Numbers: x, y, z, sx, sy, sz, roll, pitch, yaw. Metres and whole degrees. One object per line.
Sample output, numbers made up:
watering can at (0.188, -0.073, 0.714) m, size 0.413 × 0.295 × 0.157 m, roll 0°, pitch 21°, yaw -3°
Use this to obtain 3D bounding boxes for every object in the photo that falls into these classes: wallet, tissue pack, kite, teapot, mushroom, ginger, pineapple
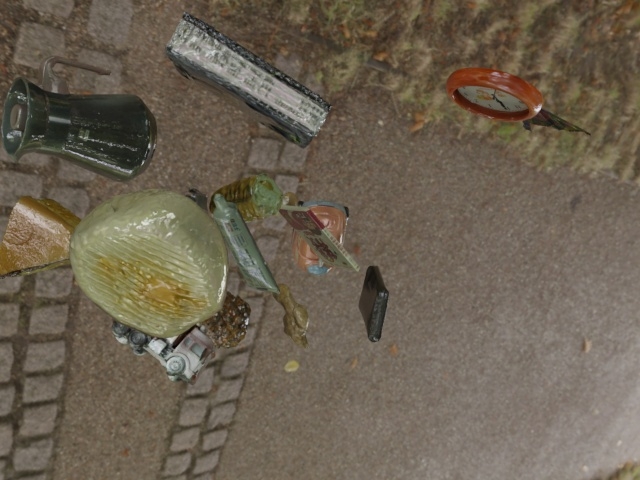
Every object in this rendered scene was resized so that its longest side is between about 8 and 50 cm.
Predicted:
wallet at (0.139, 0.158, 1.509) m, size 0.250 × 0.044 × 0.148 m, roll -94°, pitch -166°, yaw -75°
tissue pack at (-0.102, -0.225, 0.838) m, size 0.073 × 0.236 × 0.173 m, roll -60°, pitch -171°, yaw 1°
kite at (0.480, -0.315, 1.364) m, size 0.234 × 0.321 × 0.016 m, roll -66°, pitch 171°, yaw -53°
teapot at (-0.639, -0.321, 1.530) m, size 0.344 × 0.253 × 0.299 m, roll 5°, pitch 96°, yaw -47°
mushroom at (-0.160, -0.087, 1.626) m, size 0.084 × 0.209 × 0.071 m, roll 54°, pitch 35°, yaw -50°
ginger at (-0.096, 0.227, 1.758) m, size 0.059 × 0.214 × 0.132 m, roll -15°, pitch 135°, yaw -32°
pineapple at (-0.369, 0.168, 1.525) m, size 0.365 × 0.165 × 0.165 m, roll 25°, pitch 100°, yaw -19°

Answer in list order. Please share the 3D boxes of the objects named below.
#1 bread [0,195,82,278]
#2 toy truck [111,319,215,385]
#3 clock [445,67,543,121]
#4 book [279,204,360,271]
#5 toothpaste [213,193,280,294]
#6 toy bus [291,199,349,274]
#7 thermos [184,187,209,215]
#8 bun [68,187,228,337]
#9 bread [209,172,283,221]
bread at (-0.508, 0.027, 1.071) m, size 0.160 × 0.169 × 0.140 m, roll -55°, pitch 178°, yaw 4°
toy truck at (-0.374, 0.216, 1.324) m, size 0.135 × 0.270 × 0.114 m, roll -53°, pitch 176°, yaw -24°
clock at (0.366, -0.310, 1.201) m, size 0.205 × 0.205 × 0.051 m, roll 25°, pitch 85°, yaw -56°
book at (-0.007, -0.007, 1.511) m, size 0.022 × 0.162 × 0.232 m, roll -49°, pitch 119°, yaw -17°
toothpaste at (-0.150, 0.014, 1.106) m, size 0.069 × 0.047 × 0.268 m, roll -15°, pitch 132°, yaw 6°
toy bus at (0.000, 0.000, 2.064) m, size 0.194 × 0.232 × 0.287 m, roll 5°, pitch 133°, yaw -10°
thermos at (-0.343, -0.040, 1.485) m, size 0.137 × 0.105 × 0.193 m, roll 33°, pitch 65°, yaw -76°
bun at (-0.251, 0.027, 0.862) m, size 0.153 × 0.244 × 0.243 m, roll -85°, pitch -174°, yaw -60°
bread at (-0.188, -0.092, 1.359) m, size 0.087 × 0.269 × 0.098 m, roll -45°, pitch 110°, yaw -28°
